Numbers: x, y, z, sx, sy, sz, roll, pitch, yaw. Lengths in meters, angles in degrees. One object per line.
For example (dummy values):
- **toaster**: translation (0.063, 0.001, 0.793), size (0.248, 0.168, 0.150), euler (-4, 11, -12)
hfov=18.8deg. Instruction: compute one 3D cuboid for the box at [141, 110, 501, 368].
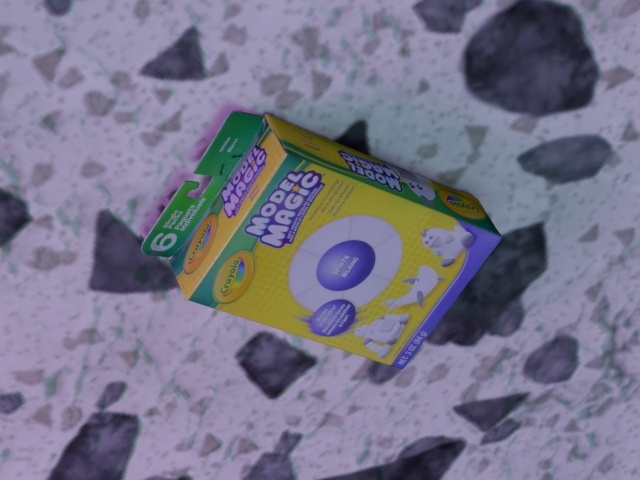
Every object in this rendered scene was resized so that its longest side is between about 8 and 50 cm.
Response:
- **box**: translation (0.000, 0.000, 1.050), size (0.179, 0.043, 0.105), euler (20, 116, -33)
